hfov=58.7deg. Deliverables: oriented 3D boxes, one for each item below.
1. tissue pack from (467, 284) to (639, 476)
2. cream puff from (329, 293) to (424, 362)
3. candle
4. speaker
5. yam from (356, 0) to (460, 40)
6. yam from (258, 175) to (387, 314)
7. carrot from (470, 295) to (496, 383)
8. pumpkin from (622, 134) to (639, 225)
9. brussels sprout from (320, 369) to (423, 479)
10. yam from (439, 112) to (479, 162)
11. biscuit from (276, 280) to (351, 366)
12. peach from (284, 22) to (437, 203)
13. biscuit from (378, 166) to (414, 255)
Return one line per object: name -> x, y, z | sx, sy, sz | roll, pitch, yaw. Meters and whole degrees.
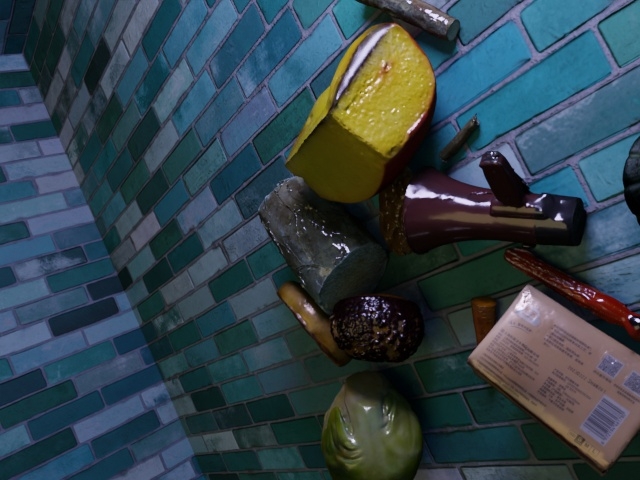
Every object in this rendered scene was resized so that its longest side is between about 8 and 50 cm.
tissue pack -> 0.485, 0.275, 1.125 | 0.306, 0.239, 0.238 | 38, 131, 32
cream puff -> 0.142, 0.223, 1.431 | 0.239, 0.239, 0.164 | -16, 68, 50
candle -> 0.504, 0.099, 1.119 | 0.329, 0.048, 0.051 | 35, 138, 35
speaker -> 0.331, -0.090, 1.132 | 0.330, 0.198, 0.259 | 0, 124, 41
yam -> 0.178, -0.500, 1.223 | 0.274, 0.061, 0.061 | 39, 132, 30
yam -> 0.000, 0.000, 1.524 | 0.348, 0.241, 0.241 | 51, 137, 23
carrot -> 0.385, 0.238, 1.316 | 0.057, 0.057, 0.224 | 10, 116, 46
pumpkin -> 0.579, -0.096, 0.830 | 0.250, 0.216, 0.249 | -3, 84, 30
brussels sprout -> 0.126, 0.542, 1.565 | 0.344, 0.268, 0.343 | 21, 117, 50
yam -> 0.302, -0.218, 1.225 | 0.129, 0.027, 0.033 | 128, 153, -48
biscuit -> -0.006, 0.231, 1.630 | 0.296, 0.102, 0.296 | 49, 175, 6
peach -> 0.109, -0.269, 1.242 | 0.243, 0.306, 0.380 | 31, 149, -6
biscuit -> 0.183, -0.070, 1.340 | 0.226, 0.042, 0.225 | 177, 90, -77
